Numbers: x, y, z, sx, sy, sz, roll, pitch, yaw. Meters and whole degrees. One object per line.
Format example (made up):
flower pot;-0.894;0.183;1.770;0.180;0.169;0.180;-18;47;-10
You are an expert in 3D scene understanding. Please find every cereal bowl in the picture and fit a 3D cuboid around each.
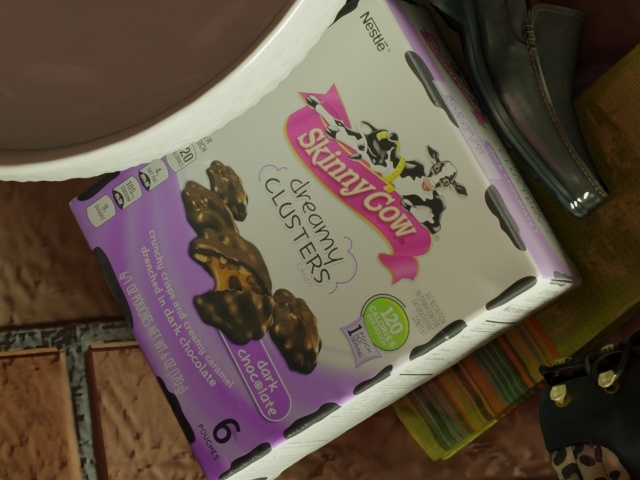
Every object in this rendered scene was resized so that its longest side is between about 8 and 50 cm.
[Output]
cereal bowl;-0.120;-0.190;0.940;0.339;0.141;0.339;-1;87;16

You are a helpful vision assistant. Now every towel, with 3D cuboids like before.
towel;0.115;0.001;0.960;0.237;0.021;0.102;-40;83;18

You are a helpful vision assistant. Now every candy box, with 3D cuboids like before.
candy box;0.000;0.000;0.960;0.196;0.070;0.165;-34;74;19

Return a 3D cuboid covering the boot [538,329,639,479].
boot;0.173;0.034;0.894;0.178;0.085;0.236;-18;106;22

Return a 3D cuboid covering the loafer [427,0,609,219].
loafer;0.097;-0.092;0.929;0.061;0.062;0.170;-29;80;11
